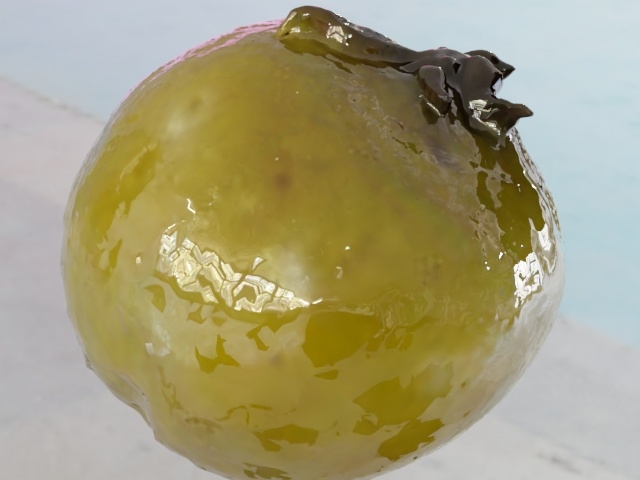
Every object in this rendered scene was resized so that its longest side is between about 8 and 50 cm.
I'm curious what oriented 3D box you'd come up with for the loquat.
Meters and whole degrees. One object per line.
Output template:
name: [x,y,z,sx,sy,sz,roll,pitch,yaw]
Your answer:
loquat: [0.000,0.000,0.792,0.244,0.244,0.244,9,21,-4]
